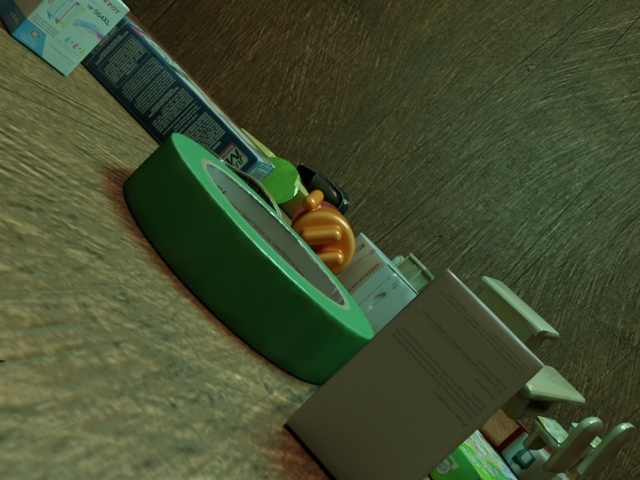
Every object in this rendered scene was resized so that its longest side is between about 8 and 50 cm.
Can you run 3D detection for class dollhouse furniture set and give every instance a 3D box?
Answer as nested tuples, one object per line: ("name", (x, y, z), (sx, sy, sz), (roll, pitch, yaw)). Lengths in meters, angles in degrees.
("dollhouse furniture set", (0.125, 0.016, 1.751), (0.355, 0.174, 0.303), (48, 3, -25))
("dollhouse furniture set", (0.438, 0.261, 1.349), (0.394, 0.256, 0.362), (17, 23, -37))

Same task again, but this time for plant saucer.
("plant saucer", (-0.108, -0.160, 1.896), (0.333, 0.081, 0.333), (47, 4, 9))

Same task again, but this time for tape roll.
("tape roll", (-0.075, 0.017, 0.731), (0.321, 0.077, 0.321), (45, 5, -5))

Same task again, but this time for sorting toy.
("sorting toy", (-0.101, -0.098, 1.520), (0.365, 0.127, 0.126), (44, -25, 12))

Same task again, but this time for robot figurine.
("robot figurine", (0.000, -0.002, 1.214), (0.158, 0.128, 0.219), (45, 5, -7))

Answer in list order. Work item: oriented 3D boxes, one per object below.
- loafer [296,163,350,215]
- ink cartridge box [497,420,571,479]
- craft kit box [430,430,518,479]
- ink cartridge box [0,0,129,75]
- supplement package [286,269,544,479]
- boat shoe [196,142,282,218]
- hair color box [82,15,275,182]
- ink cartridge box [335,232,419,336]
("loafer", (-0.004, -0.141, 1.777), (0.220, 0.080, 0.078), (43, 12, 36))
("ink cartridge box", (0.481, 0.506, 1.405), (0.134, 0.078, 0.231), (44, 6, -15))
("craft kit box", (0.184, 0.284, 0.884), (0.247, 0.061, 0.250), (39, 8, -39))
("ink cartridge box", (-0.332, -0.311, 0.839), (0.090, 0.143, 0.092), (50, 6, 37))
("supplement package", (0.077, 0.122, 0.535), (0.105, 0.179, 0.105), (47, 5, 9))
("boat shoe", (-0.126, -0.069, 0.942), (0.190, 0.068, 0.072), (44, -8, 14))
("hair color box", (-0.242, -0.221, 1.104), (0.347, 0.105, 0.174), (47, 5, 1))
("ink cartridge box", (0.099, 0.093, 1.269), (0.127, 0.128, 0.176), (44, 6, -22))
